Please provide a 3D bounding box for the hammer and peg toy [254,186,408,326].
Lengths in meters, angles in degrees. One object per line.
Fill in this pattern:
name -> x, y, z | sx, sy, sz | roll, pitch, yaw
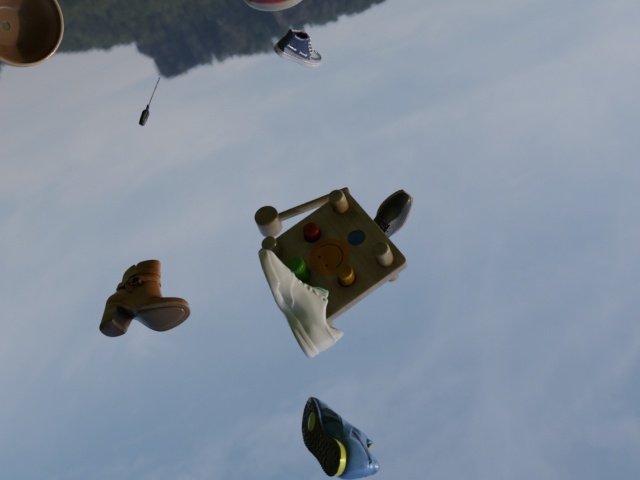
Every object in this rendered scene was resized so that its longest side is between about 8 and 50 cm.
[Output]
hammer and peg toy -> 0.000, 0.000, 1.908 | 0.266, 0.127, 0.361 | -35, -125, -4

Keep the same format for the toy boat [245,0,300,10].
toy boat -> -0.105, -0.591, 1.757 | 0.151, 0.151, 0.231 | -12, -114, -3

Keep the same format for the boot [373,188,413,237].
boot -> 0.148, -0.023, 2.026 | 0.198, 0.077, 0.137 | -55, -178, 17

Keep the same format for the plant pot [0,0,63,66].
plant pot -> -0.797, -0.561, 2.205 | 0.110, 0.237, 0.237 | 1, -142, 50

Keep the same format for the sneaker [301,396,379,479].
sneaker -> 0.029, 0.317, 1.364 | 0.082, 0.069, 0.209 | 11, -168, -22

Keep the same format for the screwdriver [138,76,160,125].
screwdriver -> -0.528, -0.432, 2.638 | 0.025, 0.024, 0.170 | 12, -105, 4

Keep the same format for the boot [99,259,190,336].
boot -> -0.454, 0.144, 2.311 | 0.283, 0.109, 0.220 | -19, -143, 27

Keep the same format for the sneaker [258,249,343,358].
sneaker -> -0.034, 0.101, 1.545 | 0.094, 0.212, 0.080 | -29, 179, -3

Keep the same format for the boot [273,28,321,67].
boot -> -0.045, -0.572, 2.541 | 0.190, 0.069, 0.086 | 0, 146, -49
